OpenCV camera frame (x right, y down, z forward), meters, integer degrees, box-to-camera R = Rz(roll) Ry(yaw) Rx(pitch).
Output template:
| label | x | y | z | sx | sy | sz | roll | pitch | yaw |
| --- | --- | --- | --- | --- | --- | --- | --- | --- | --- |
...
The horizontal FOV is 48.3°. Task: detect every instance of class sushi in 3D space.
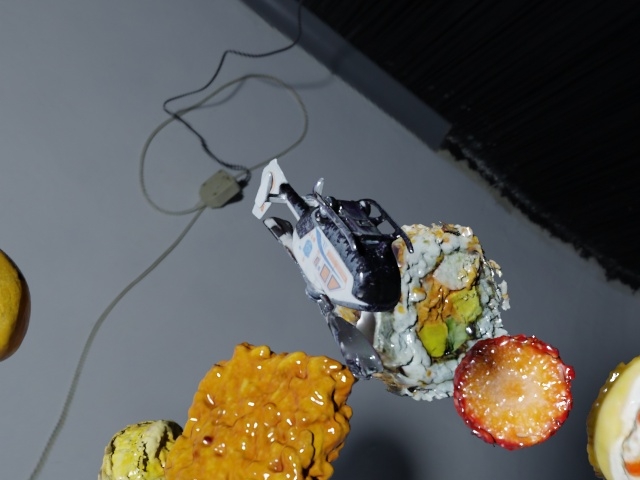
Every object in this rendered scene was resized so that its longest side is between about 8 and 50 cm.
| label | x | y | z | sx | sy | sz | roll | pitch | yaw |
| --- | --- | --- | --- | --- | --- | --- | --- | --- | --- |
| sushi | 0.242 | 0.154 | 1.588 | 0.417 | 0.176 | 0.417 | 0 | 91 | -22 |

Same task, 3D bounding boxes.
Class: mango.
| label | x | y | z | sx | sy | sz | roll | pitch | yaw |
| --- | --- | --- | --- | --- | --- | --- | --- | --- | --- |
| mango | -0.607 | 0.091 | 1.262 | 0.177 | 0.120 | 0.295 | -35 | 58 | 3 |

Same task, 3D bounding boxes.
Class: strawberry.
| label | x | y | z | sx | sy | sz | roll | pitch | yaw |
| --- | --- | --- | --- | --- | --- | --- | --- | --- | --- |
| strawberry | 0.230 | 0.178 | 0.857 | 0.086 | 0.145 | 0.145 | 34 | 55 | -72 |

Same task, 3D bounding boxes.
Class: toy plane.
| label | x | y | z | sx | sy | sz | roll | pitch | yaw |
| --- | --- | --- | --- | --- | --- | --- | --- | --- | --- |
| toy plane | 0.000 | -0.001 | 0.487 | 0.053 | 0.078 | 0.197 | 3 | 33 | -35 |

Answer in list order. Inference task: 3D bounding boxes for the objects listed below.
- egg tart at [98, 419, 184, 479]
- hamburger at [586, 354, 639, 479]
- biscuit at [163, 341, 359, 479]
| label | x | y | z | sx | sy | sz | roll | pitch | yaw |
| --- | --- | --- | --- | --- | --- | --- | --- | --- | --- |
| egg tart | -0.287 | 0.458 | 1.409 | 0.297 | 0.132 | 0.297 | 29 | 28 | -18 |
| hamburger | 0.532 | 0.275 | 1.001 | 0.261 | 0.186 | 0.303 | -33 | 112 | -8 |
| biscuit | -0.107 | 0.339 | 1.271 | 0.110 | 0.318 | 0.312 | 52 | 52 | -46 |
